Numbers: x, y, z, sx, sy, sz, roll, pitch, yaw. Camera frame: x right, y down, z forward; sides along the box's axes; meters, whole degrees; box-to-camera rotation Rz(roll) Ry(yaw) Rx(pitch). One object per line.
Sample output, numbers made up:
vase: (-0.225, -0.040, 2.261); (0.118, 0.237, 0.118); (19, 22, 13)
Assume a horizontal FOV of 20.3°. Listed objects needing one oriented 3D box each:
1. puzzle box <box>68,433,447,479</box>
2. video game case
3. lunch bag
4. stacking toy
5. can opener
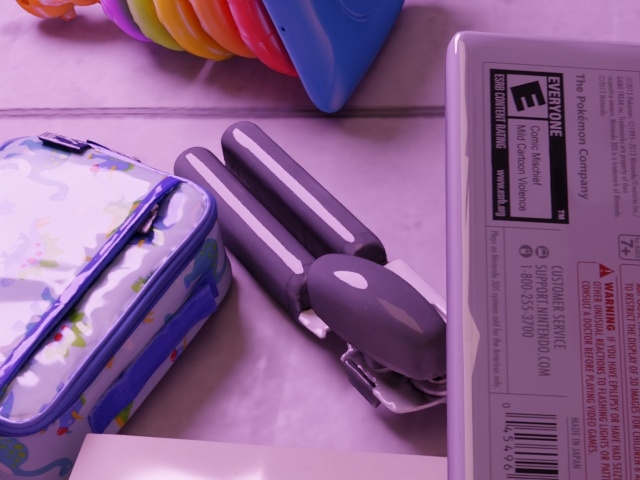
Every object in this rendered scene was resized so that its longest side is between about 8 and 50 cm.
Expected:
puzzle box: (-0.044, 0.274, 0.855); (0.272, 0.052, 0.409); (3, 47, 16)
video game case: (0.210, 0.056, 0.868); (0.300, 0.036, 0.329); (3, 66, -4)
lunch bag: (-0.167, 0.039, 1.095); (0.176, 0.090, 0.219); (21, 55, 27)
stacking toy: (-0.101, -0.193, 1.286); (0.302, 0.175, 0.166); (-1, 44, 32)
can opener: (0.000, 0.000, 1.085); (0.076, 0.095, 0.283); (-30, 47, -17)
